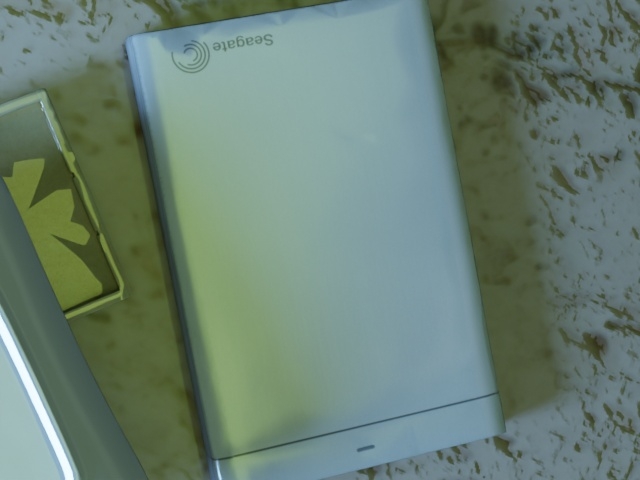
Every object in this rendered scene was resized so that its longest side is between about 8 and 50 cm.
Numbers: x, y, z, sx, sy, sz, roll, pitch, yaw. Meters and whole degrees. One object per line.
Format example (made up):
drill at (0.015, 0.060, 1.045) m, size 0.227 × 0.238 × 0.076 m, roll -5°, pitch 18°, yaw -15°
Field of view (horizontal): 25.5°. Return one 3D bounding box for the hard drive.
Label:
hard drive at (0.000, 0.000, 1.081) m, size 0.233 × 0.047 × 0.353 m, roll -11°, pitch 93°, yaw -14°

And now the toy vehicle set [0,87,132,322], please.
toy vehicle set at (-0.290, 0.014, 1.014) m, size 0.267 × 0.035 × 0.166 m, roll -22°, pitch 96°, yaw -13°

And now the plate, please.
plate at (-0.277, 0.127, 0.899) m, size 0.278 × 0.045 × 0.277 m, roll -25°, pitch 93°, yaw -13°
